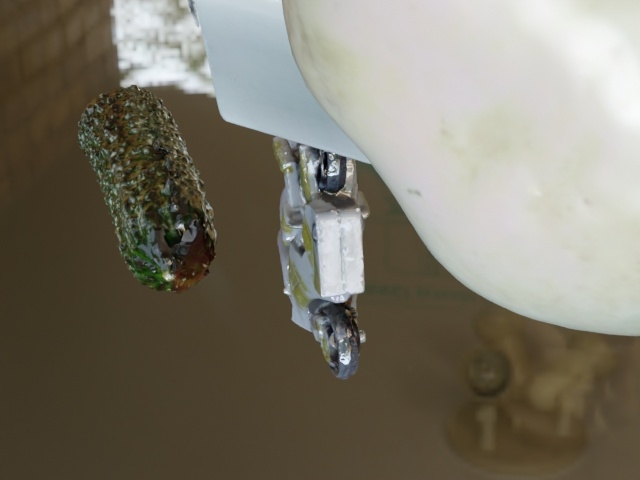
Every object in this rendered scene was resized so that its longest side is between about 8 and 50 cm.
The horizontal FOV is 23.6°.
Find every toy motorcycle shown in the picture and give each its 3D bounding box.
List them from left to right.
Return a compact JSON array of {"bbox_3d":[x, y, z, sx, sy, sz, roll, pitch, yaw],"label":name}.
[{"bbox_3d":[0.000,0.000,1.317,0.073,0.225,0.152,-8,-169,-12],"label":"toy motorcycle"}]

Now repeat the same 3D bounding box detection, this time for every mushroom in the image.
[{"bbox_3d":[0.118,-0.103,0.595,0.254,0.260,0.234,19,-139,29],"label":"mushroom"}]

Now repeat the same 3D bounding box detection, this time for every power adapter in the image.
[{"bbox_3d":[0.062,-0.131,0.985,0.255,0.187,0.124,16,-119,16],"label":"power adapter"}]

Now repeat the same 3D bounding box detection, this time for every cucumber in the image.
[{"bbox_3d":[-0.146,-0.047,1.330,0.096,0.096,0.359,-7,-158,-13],"label":"cucumber"}]
